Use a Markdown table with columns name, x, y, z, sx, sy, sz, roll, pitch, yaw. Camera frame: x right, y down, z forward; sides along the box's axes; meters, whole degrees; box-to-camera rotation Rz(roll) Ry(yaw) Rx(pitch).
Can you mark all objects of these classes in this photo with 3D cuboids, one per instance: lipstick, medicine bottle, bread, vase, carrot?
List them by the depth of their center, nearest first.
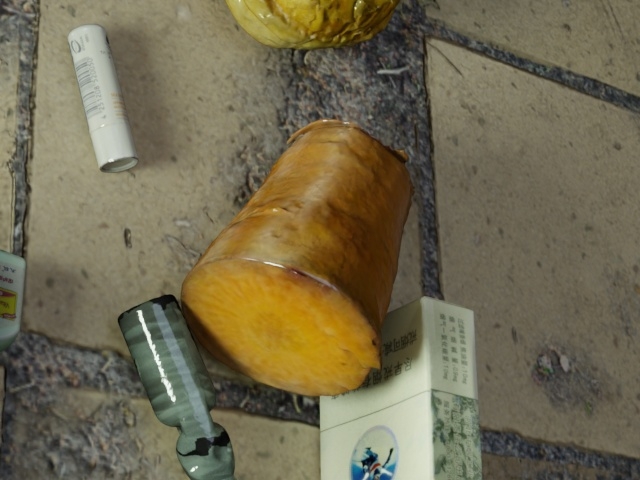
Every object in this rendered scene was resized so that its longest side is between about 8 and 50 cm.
| name | x | y | z | sx | sy | sz | roll | pitch | yaw |
| --- | --- | --- | --- | --- | --- | --- | --- | --- | --- |
| medicine bottle | -0.294 | 0.066 | 1.342 | 0.074 | 0.055 | 0.118 | 20 | 59 | -34 |
| vase | -0.119 | 0.155 | 1.444 | 0.060 | 0.060 | 0.211 | -19 | 84 | -43 |
| lipstick | -0.207 | -0.136 | 1.515 | 0.040 | 0.040 | 0.141 | -5 | 74 | -41 |
| carrot | 0.000 | 0.000 | 1.518 | 0.196 | 0.196 | 0.254 | 41 | 45 | -18 |
| bread | -0.011 | -0.299 | 1.698 | 0.236 | 0.120 | 0.198 | -12 | 80 | -42 |

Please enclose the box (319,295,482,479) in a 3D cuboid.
| name | x | y | z | sx | sy | sz | roll | pitch | yaw |
| --- | --- | --- | --- | --- | --- | --- | --- | --- | --- |
| box | 0.075 | 0.200 | 1.512 | 0.069 | 0.164 | 0.256 | 17 | 61 | -35 |
